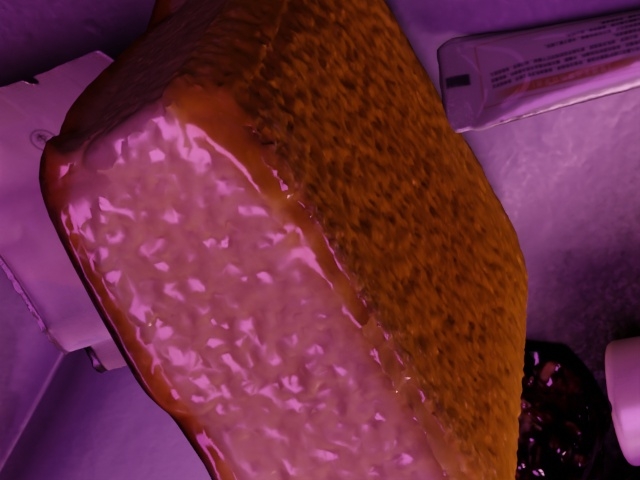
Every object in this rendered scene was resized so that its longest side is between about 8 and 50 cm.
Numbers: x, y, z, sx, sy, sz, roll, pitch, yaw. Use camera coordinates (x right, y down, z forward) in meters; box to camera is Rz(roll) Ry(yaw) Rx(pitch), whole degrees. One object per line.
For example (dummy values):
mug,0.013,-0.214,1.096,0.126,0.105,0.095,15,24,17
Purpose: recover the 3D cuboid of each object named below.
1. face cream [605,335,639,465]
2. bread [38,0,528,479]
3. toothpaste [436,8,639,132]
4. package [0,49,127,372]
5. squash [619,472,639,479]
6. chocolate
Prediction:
face cream,0.352,0.086,0.994,0.311,0.092,0.092,-11,118,16
bread,0.000,0.000,0.874,0.143,0.333,0.323,-25,110,22
toothpaste,0.198,-0.121,0.923,0.255,0.067,0.037,-11,160,14
package,-0.147,-0.017,1.023,0.204,0.062,0.251,-17,125,29
squash,0.279,0.227,1.055,0.193,0.156,0.193,-8,136,-8
chocolate,0.138,0.168,1.061,0.156,0.133,0.156,4,122,6
